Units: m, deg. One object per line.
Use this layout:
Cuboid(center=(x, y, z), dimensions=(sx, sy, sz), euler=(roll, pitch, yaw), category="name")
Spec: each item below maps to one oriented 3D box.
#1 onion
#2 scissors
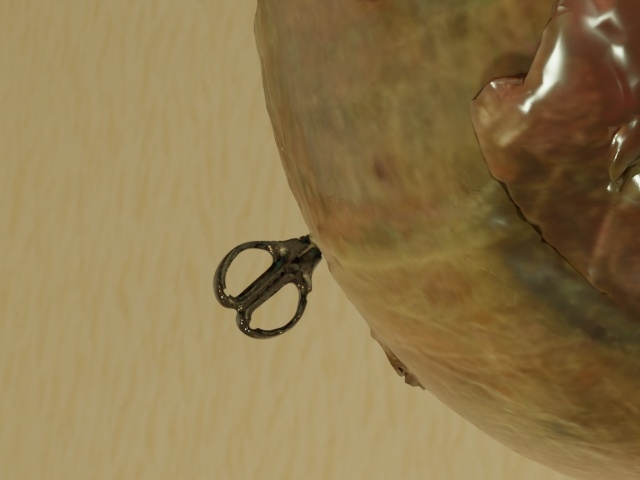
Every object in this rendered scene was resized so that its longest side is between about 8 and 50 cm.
Cuboid(center=(0.130, -0.088, 0.475), dimensions=(0.354, 0.353, 0.353), euler=(5, 158, 2), category="onion")
Cuboid(center=(0.000, 0.000, 1.610), dimensions=(0.109, 0.300, 0.022), euler=(52, 147, -3), category="scissors")
